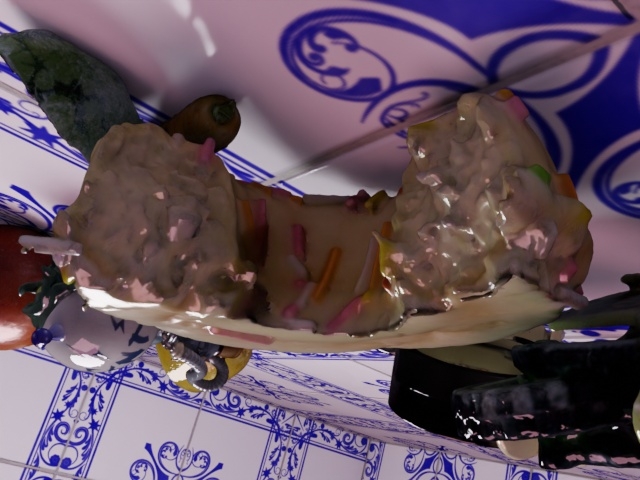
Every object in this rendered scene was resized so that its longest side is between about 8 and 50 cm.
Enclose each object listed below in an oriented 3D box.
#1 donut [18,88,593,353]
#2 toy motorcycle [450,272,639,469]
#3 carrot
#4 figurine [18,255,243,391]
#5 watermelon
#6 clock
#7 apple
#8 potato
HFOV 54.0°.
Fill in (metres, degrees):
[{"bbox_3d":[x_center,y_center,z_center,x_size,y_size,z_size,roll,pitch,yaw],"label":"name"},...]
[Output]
[{"bbox_3d":[0.010,0.002,0.500,0.370,0.150,0.307,-3,160,15],"label":"donut"},{"bbox_3d":[0.307,0.089,0.452,0.410,0.169,0.237,-8,177,-23],"label":"toy motorcycle"},{"bbox_3d":[-0.147,-0.090,0.596,0.049,0.049,0.254,29,159,-32],"label":"carrot"},{"bbox_3d":[-0.280,0.113,1.005,0.381,0.261,0.186,13,-161,-47],"label":"figurine"},{"bbox_3d":[-0.204,-0.112,0.556,0.139,0.071,0.187,30,155,55],"label":"watermelon"},{"bbox_3d":[0.200,0.155,0.756,0.276,0.120,0.379,8,-174,1],"label":"clock"},{"bbox_3d":[-0.543,0.080,1.086,0.201,0.218,0.218,0,176,-44],"label":"apple"},{"bbox_3d":[-0.216,0.219,1.305,0.158,0.178,0.204,-14,122,28],"label":"potato"}]
